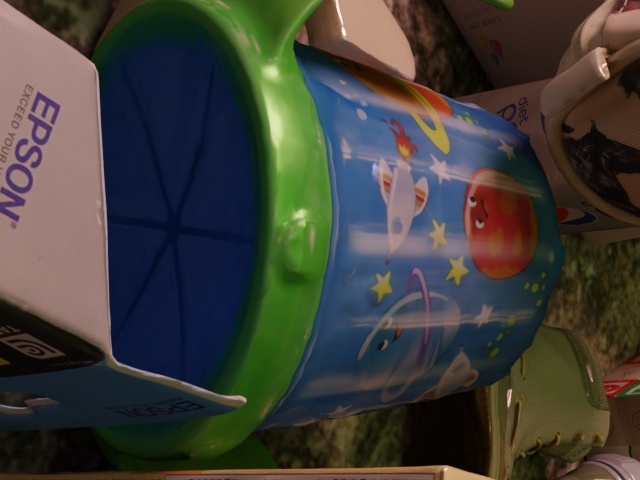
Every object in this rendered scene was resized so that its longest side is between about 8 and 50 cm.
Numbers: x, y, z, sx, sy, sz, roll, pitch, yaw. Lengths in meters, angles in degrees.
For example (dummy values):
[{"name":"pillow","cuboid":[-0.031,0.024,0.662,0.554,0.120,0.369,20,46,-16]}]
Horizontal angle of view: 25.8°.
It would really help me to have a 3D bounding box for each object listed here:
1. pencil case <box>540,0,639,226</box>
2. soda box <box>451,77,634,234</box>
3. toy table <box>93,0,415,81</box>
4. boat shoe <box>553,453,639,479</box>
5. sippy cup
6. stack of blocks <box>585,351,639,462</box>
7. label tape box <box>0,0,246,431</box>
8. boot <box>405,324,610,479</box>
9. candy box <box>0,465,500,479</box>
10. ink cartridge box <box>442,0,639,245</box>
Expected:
[{"name":"pencil case","cuboid":[0.249,-0.193,0.801,0.183,0.160,0.410,28,60,-8]},{"name":"soda box","cuboid":[0.216,-0.065,0.971,0.098,0.286,0.091,19,72,-42]},{"name":"toy table","cuboid":[-0.036,-0.195,0.790,0.274,0.252,0.161,14,57,-35]},{"name":"boat shoe","cuboid":[0.230,0.318,1.070,0.094,0.109,0.302,-10,81,-31]},{"name":"sippy cup","cuboid":[0.000,0.000,0.758,0.224,0.305,0.240,5,67,-36]},{"name":"stack of blocks","cuboid":[0.325,0.241,1.173,0.171,0.087,0.297,-21,98,-46]},{"name":"label tape box","cuboid":[-0.220,-0.033,0.550,0.347,0.249,0.115,32,62,-38]},{"name":"boot","cuboid":[0.141,0.148,1.012,0.165,0.077,0.213,25,63,-43]},{"name":"candy box","cuboid":[-0.008,0.167,0.683,0.183,0.316,0.088,22,67,-42]},{"name":"ink cartridge box","cuboid":[0.246,-0.162,1.064,0.306,0.226,0.131,56,48,-22]}]
